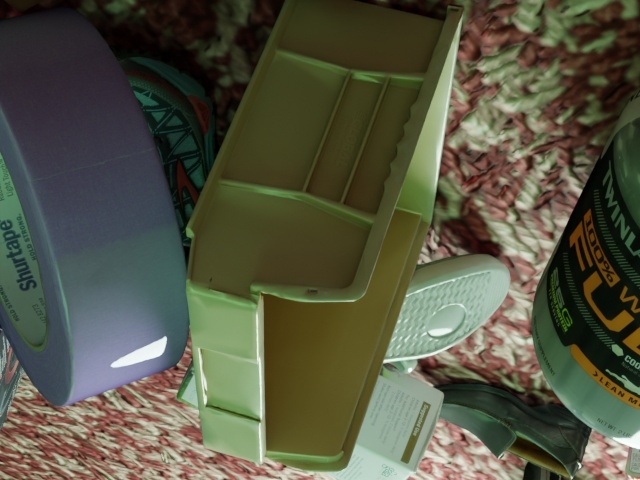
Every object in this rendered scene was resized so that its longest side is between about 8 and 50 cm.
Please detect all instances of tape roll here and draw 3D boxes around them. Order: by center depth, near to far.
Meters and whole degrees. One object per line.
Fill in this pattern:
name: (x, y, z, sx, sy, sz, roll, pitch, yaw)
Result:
tape roll: (-0.190, -0.024, 1.033, 0.090, 0.275, 0.275, -18, 158, -23)

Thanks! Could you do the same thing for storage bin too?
storage bin: (0.000, 0.000, 1.031, 0.123, 0.260, 0.262, 16, 149, 8)

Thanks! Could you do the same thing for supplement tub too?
supplement tub: (0.267, 0.001, 0.972, 0.193, 0.194, 0.316, 15, 148, 2)

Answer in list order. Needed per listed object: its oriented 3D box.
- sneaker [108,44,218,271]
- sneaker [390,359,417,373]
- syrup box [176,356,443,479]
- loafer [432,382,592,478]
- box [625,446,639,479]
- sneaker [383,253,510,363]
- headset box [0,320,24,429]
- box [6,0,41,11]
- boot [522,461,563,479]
sneaker: (-0.134, -0.044, 1.144, 0.104, 0.125, 0.262, 3, 146, 19)
sneaker: (0.007, 0.079, 1.318, 0.190, 0.083, 0.071, 8, 149, 15)
syrup box: (-0.010, 0.151, 1.398, 0.236, 0.096, 0.093, 26, 148, -3)
loafer: (0.182, 0.186, 1.425, 0.170, 0.061, 0.062, 13, 150, 6)
box: (0.428, 0.175, 1.221, 0.299, 0.142, 0.154, -4, 143, 28)
sneaker: (0.026, 0.038, 1.246, 0.255, 0.151, 0.094, -20, 134, -6)
headset box: (-0.307, 0.069, 1.240, 0.110, 0.293, 0.218, 17, 149, -3)
box: (-0.216, -0.238, 0.907, 0.164, 0.021, 0.201, -16, 135, 43)
boot: (0.303, 0.310, 1.554, 0.178, 0.085, 0.236, 5, 147, 9)
